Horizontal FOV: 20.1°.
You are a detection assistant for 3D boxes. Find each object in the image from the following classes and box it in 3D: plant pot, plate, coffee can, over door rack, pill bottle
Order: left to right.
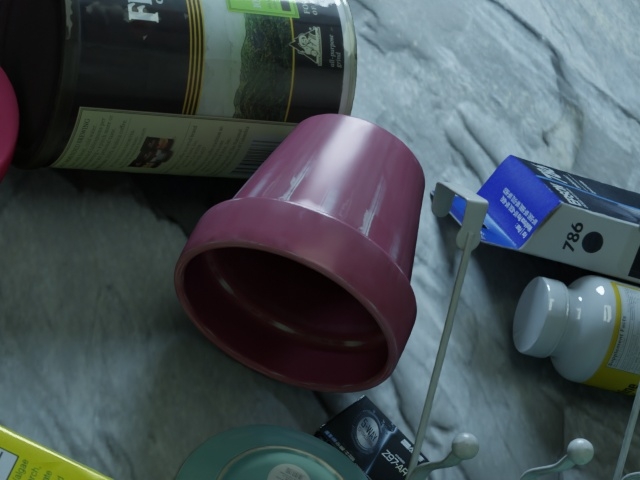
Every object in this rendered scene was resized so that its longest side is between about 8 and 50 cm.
[{"bbox_3d":[-0.134,-0.157,1.623,0.275,0.201,0.201,2,51,-28],"label":"coffee can"},{"bbox_3d":[-0.029,0.225,1.451,0.188,0.024,0.188,11,52,-14],"label":"plate"},{"bbox_3d":[0.000,0.000,1.532,0.201,0.201,0.180,27,56,-4],"label":"plant pot"},{"bbox_3d":[0.195,0.122,1.491,0.240,0.108,0.324,6,93,-29],"label":"over door rack"},{"bbox_3d":[0.279,0.091,1.694,0.184,0.103,0.103,15,46,-16],"label":"pill bottle"}]

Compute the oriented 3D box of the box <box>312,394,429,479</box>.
[{"bbox_3d":[0.043,0.180,1.546,0.083,0.018,0.067,45,46,15],"label":"box"}]

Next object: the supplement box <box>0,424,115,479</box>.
[{"bbox_3d":[-0.257,0.247,1.197,0.357,0.195,0.194,27,44,-5],"label":"supplement box"}]

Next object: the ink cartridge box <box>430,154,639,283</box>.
[{"bbox_3d":[0.286,-0.010,1.768,0.333,0.065,0.165,13,16,-17],"label":"ink cartridge box"}]

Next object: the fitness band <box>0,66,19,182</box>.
[{"bbox_3d":[-0.399,-0.119,1.531,0.291,0.054,0.209,22,51,-4],"label":"fitness band"}]
